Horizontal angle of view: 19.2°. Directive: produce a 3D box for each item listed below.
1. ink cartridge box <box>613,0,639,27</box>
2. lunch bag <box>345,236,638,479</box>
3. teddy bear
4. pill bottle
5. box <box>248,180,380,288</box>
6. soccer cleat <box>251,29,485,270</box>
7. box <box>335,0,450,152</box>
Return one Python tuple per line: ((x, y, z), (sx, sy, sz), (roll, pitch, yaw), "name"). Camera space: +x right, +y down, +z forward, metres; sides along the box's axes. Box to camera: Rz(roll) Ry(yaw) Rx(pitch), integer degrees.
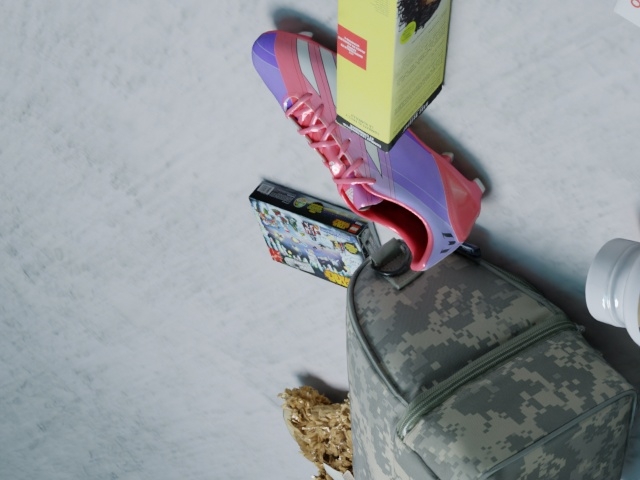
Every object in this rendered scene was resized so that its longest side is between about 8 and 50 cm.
((0.264, -0.168, 1.216), (0.198, 0.067, 0.115), (34, 152, 13), "ink cartridge box")
((0.128, 0.166, 1.727), (0.256, 0.212, 0.305), (45, 155, 31), "lunch bag")
((0.087, 0.244, 2.028), (0.245, 0.113, 0.338), (57, 157, -14), "teddy bear")
((0.294, 0.048, 1.465), (0.169, 0.094, 0.094), (15, 143, 40), "pill bottle")
((0.000, 0.000, 1.840), (0.137, 0.027, 0.094), (20, 147, 34), "box")
((0.029, -0.080, 1.613), (0.248, 0.095, 0.083), (41, 153, -2), "soccer cleat")
((0.056, -0.174, 1.453), (0.058, 0.087, 0.232), (31, 152, 18), "box")
